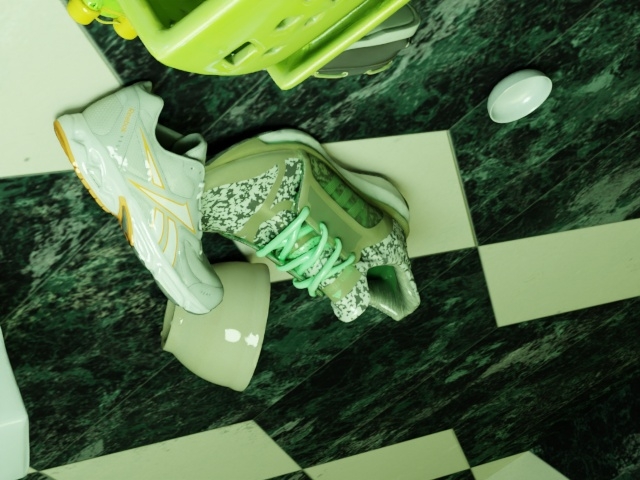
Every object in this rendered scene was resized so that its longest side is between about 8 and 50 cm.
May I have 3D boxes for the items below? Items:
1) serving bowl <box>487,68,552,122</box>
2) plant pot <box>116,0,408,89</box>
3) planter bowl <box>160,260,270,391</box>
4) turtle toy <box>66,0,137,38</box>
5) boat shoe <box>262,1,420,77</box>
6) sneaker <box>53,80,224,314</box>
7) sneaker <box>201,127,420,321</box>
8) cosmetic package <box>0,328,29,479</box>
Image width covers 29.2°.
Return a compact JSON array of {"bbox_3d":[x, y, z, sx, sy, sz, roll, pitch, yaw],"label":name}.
[{"bbox_3d":[0.235,-0.178,1.474,0.083,0.027,0.083,-22,154,-11],"label":"serving bowl"},{"bbox_3d":[-0.031,-0.253,0.889,0.227,0.228,0.207,-36,160,18],"label":"plant pot"},{"bbox_3d":[-0.136,0.098,1.517,0.109,0.162,0.162,11,142,-13],"label":"planter bowl"},{"bbox_3d":[-0.150,-0.219,1.007,0.095,0.066,0.130,-39,152,27],"label":"turtle toy"},{"bbox_3d":[-0.006,-0.187,1.177,0.228,0.081,0.068,-12,146,-33],"label":"boat shoe"},{"bbox_3d":[-0.146,-0.039,1.215,0.121,0.099,0.262,-34,125,-4],"label":"sneaker"},{"bbox_3d":[0.000,0.000,1.406,0.158,0.182,0.410,-42,148,25],"label":"sneaker"},{"bbox_3d":[-0.533,0.170,1.181,0.453,0.230,0.161,-15,152,-22],"label":"cosmetic package"}]
